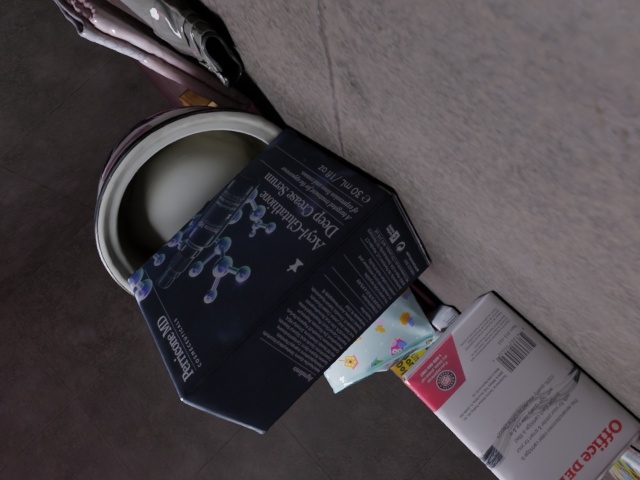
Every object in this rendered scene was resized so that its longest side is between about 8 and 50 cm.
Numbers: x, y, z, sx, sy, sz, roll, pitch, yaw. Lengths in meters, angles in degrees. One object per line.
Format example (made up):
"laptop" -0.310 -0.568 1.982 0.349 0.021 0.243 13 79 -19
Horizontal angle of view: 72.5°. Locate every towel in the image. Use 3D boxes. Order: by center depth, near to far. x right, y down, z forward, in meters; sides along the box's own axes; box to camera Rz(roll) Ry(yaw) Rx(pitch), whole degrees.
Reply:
"towel" -0.327 -0.369 0.822 0.317 0.053 0.332 16 -157 -51

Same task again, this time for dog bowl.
"dog bowl" -0.229 -0.073 0.848 0.150 0.408 0.408 41 174 43

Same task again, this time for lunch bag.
"lunch bag" 0.095 0.191 0.986 0.223 0.262 0.160 62 -179 19

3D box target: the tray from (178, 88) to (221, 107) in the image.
"tray" -0.256 -0.292 1.378 0.203 0.076 0.411 41 173 46

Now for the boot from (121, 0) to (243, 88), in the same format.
"boot" -0.203 -0.324 0.617 0.161 0.083 0.246 40 -177 17

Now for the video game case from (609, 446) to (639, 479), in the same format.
"video game case" 0.521 0.386 0.687 0.227 0.026 0.206 46 176 -19

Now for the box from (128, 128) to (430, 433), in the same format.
"box" -0.074 0.054 0.740 0.293 0.395 0.212 41 174 43

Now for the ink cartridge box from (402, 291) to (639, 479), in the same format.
"ink cartridge box" 0.258 0.216 0.594 0.237 0.172 0.100 44 176 15

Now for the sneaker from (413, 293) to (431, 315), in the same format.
"sneaker" 0.159 0.141 1.126 0.286 0.130 0.109 46 178 2

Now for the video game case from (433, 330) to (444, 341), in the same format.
"video game case" 0.330 0.267 0.815 0.193 0.023 0.212 3 131 58

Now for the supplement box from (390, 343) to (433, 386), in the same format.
"supplement box" 0.292 0.387 1.744 0.194 0.195 0.356 48 175 -31

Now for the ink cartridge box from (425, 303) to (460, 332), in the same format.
"ink cartridge box" 0.316 0.222 0.968 0.189 0.066 0.232 45 -176 5
